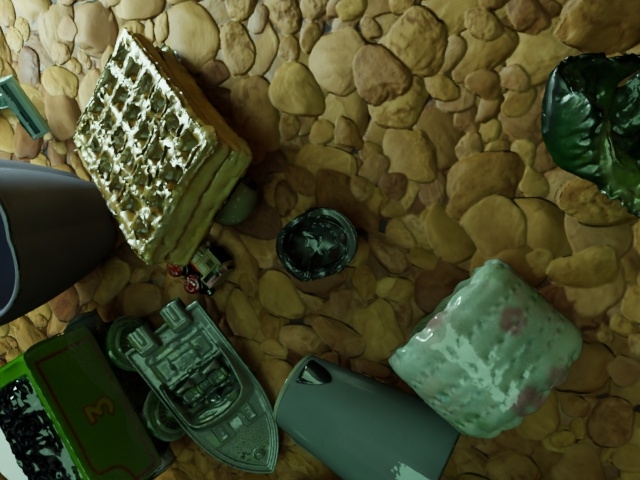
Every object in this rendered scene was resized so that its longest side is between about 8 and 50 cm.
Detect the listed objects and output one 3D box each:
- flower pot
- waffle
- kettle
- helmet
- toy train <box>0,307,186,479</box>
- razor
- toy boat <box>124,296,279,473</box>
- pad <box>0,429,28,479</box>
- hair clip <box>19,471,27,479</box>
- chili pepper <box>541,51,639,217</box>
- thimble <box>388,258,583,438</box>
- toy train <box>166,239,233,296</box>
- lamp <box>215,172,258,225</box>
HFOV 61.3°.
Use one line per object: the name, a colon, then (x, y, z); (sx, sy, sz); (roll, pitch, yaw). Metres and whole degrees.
flower pot: (-0.477, -0.006, 0.865); (0.265, 0.243, 0.265); (4, 101, 23)
waffle: (-0.233, -0.134, 0.762); (0.308, 0.091, 0.213); (50, 117, 31)
kettle: (0.060, 0.284, 0.777); (0.243, 0.160, 0.211); (24, 138, 23)
helmet: (0.000, 0.000, 0.765); (0.123, 0.070, 0.098); (-25, 97, 18)
toy train: (-0.359, 0.273, 0.873); (0.173, 0.249, 0.307); (-28, 90, 26)
razor: (-0.610, -0.249, 0.975); (0.277, 0.056, 0.111); (9, 140, 26)
toy boat: (-0.170, 0.244, 0.862); (0.141, 0.092, 0.320); (-37, 95, -3)
pad: (-0.586, 0.359, 1.066); (0.156, 0.004, 0.232); (21, 92, 30)
hair clip: (-0.465, 0.490, 1.061); (0.257, 0.075, 0.146); (18, 103, 13)
chili pepper: (0.361, -0.106, 0.585); (0.264, 0.116, 0.148); (33, 123, 13)
thimble: (0.193, 0.136, 0.662); (0.149, 0.185, 0.211); (44, 148, 10)
toy train: (-0.206, 0.022, 0.866); (0.138, 0.050, 0.087); (46, 109, 9)
lamp: (-0.167, -0.040, 0.806); (0.163, 0.091, 0.091); (-43, 84, 16)
